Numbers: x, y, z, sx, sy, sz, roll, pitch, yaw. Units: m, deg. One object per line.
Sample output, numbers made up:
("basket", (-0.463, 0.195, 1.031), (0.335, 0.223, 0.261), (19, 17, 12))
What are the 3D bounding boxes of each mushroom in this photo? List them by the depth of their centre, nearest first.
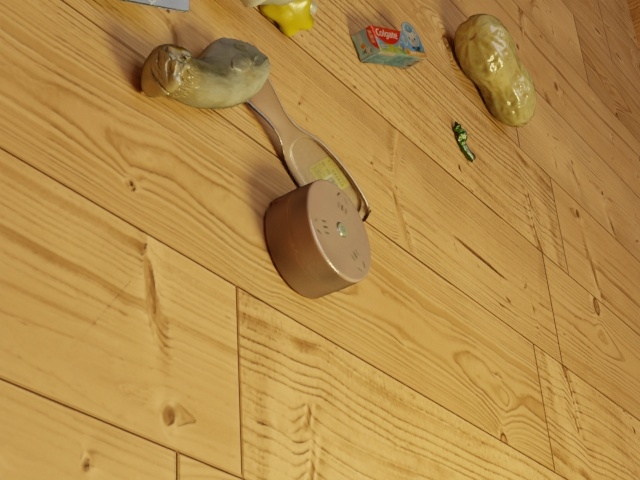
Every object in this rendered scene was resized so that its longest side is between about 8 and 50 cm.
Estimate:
("mushroom", (-0.146, -0.208, 1.573), (0.223, 0.081, 0.092), (-23, 108, -60))

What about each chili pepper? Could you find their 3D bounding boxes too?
("chili pepper", (0.267, -0.184, 2.327), (0.027, 0.022, 0.083), (-27, 94, -29))

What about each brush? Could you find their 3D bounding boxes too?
("brush", (-0.038, -0.145, 1.742), (0.313, 0.072, 0.067), (52, 8, -19))

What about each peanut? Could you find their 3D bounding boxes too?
("peanut", (0.353, -0.332, 2.489), (0.256, 0.124, 0.123), (58, 29, -22))

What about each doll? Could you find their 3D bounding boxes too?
("doll", (-0.054, -0.377, 1.876), (0.135, 0.071, 0.113), (50, 24, -20))

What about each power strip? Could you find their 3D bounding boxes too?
("power strip", (0.000, 0.000, 1.667), (0.154, 0.078, 0.154), (40, 37, -39))

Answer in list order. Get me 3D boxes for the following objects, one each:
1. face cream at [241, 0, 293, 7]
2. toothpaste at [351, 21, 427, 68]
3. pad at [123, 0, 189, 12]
("face cream", (-0.152, -0.461, 1.675), (0.369, 0.145, 0.145), (56, 30, -17))
("toothpaste", (0.117, -0.344, 2.161), (0.193, 0.044, 0.070), (-7, 74, -61))
("pad", (-0.234, -0.405, 1.520), (0.164, 0.004, 0.243), (3, 79, -34))
